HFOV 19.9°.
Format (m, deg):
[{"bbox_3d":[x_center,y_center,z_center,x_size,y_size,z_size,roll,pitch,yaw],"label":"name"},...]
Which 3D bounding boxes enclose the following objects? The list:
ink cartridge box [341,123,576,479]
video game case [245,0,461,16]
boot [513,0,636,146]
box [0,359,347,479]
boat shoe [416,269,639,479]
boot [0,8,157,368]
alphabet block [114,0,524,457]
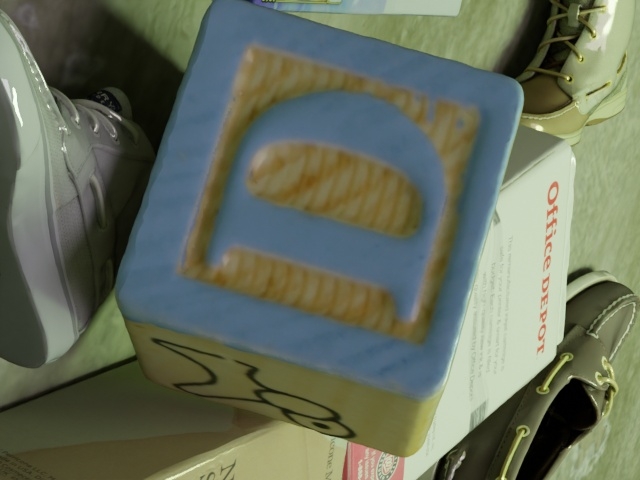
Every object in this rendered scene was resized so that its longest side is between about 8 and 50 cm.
[{"bbox_3d":[0.062,0.052,1.352,0.283,0.117,0.207,-35,136,-42],"label":"ink cartridge box"},{"bbox_3d":[0.035,-0.279,1.158,0.244,0.061,0.270,-9,116,-55],"label":"video game case"},{"bbox_3d":[0.200,-0.168,1.470,0.213,0.077,0.165,-28,132,-54],"label":"boot"},{"bbox_3d":[-0.123,0.172,1.137,0.311,0.121,0.148,-21,125,-51],"label":"box"},{"bbox_3d":[0.210,0.145,1.657,0.324,0.096,0.117,-41,139,-37],"label":"boat shoe"},{"bbox_3d":[-0.155,-0.055,0.995,0.123,0.095,0.258,-51,154,-36],"label":"boot"},{"bbox_3d":[0.000,0.000,1.071,0.197,0.192,0.193,96,12,-74],"label":"alphabet block"}]
